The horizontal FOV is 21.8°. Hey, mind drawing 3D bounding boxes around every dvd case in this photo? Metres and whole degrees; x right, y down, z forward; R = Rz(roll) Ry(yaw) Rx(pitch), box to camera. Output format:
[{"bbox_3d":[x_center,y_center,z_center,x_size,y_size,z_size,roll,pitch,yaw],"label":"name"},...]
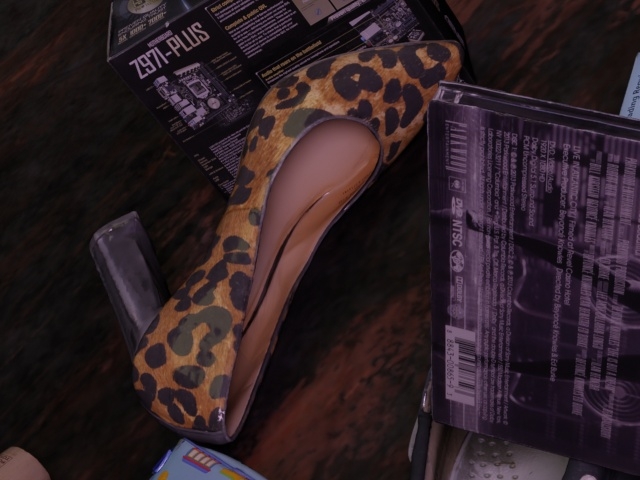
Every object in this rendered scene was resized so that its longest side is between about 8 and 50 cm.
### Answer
[{"bbox_3d":[0.145,0.032,0.582,0.221,0.164,0.018,14,45,19],"label":"dvd case"}]

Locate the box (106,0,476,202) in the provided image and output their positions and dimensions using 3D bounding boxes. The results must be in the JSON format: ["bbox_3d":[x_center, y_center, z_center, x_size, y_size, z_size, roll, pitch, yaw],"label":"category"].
[{"bbox_3d":[-0.018,-0.123,1.034,0.180,0.147,0.077,-29,34,17],"label":"box"}]

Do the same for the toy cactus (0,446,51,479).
[{"bbox_3d":[-0.230,0.183,0.932,0.219,0.112,0.180,-9,32,51],"label":"toy cactus"}]

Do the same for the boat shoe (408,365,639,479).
[{"bbox_3d":[0.096,0.069,0.731,0.114,0.091,0.302,-24,35,23],"label":"boat shoe"}]

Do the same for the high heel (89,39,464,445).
[{"bbox_3d":[0.000,0.000,0.941,0.261,0.093,0.186,-34,44,4],"label":"high heel"}]

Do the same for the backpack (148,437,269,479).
[{"bbox_3d":[-0.053,0.192,0.711,0.173,0.117,0.158,-49,32,-10],"label":"backpack"}]

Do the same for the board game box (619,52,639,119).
[{"bbox_3d":[0.255,-0.005,0.614,0.275,0.142,0.144,-12,41,37],"label":"board game box"}]
